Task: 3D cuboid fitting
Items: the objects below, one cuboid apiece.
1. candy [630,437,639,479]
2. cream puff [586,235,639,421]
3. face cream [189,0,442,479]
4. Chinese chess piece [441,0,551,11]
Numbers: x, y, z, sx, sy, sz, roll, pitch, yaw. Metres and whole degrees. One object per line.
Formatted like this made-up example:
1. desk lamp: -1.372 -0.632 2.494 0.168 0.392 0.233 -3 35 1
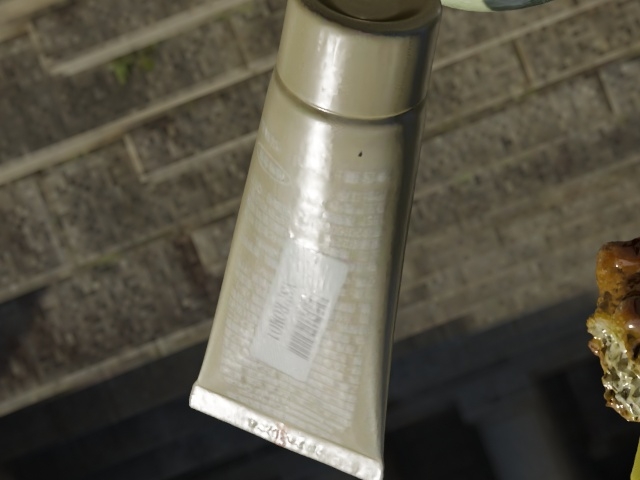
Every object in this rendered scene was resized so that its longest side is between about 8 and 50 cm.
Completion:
1. candy: 0.257 0.112 1.092 0.187 0.081 0.297 -57 -178 41
2. cream puff: 0.386 0.109 1.790 0.241 0.268 0.155 10 170 -5
3. face cream: 0.000 0.000 1.035 0.137 0.341 0.084 21 -141 13
4. Chinese chess piece: 0.113 -0.277 1.173 0.250 0.250 0.101 -22 -170 -20
